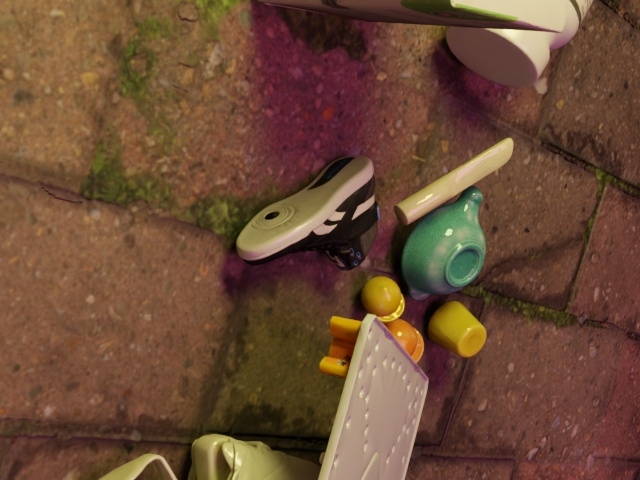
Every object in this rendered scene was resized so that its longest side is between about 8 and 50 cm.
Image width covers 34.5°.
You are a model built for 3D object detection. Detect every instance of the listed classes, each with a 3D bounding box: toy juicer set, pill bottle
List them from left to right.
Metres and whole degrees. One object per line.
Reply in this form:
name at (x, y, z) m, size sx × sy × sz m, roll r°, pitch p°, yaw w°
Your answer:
toy juicer set at (0.137, 0.022, 1.375) m, size 0.209 × 0.089 × 0.328 m, roll -13°, pitch 121°, yaw -30°
pill bottle at (0.284, -0.349, 1.339) m, size 0.162 × 0.162 × 0.278 m, roll 44°, pitch 72°, yaw -45°

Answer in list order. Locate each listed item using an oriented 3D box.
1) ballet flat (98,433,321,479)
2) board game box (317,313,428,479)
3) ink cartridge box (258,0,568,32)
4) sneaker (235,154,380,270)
ballet flat at (-0.144, 0.289, 1.145) m, size 0.400 × 0.139 × 0.139 m, roll -15°, pitch 114°, yaw -42°
board game box at (0.029, 0.311, 1.214) m, size 0.390 × 0.050 × 0.389 m, roll 52°, pitch 53°, yaw -67°
ink cartridge box at (0.096, -0.289, 1.079) m, size 0.198 × 0.273 × 0.114 m, roll -2°, pitch 102°, yaw -46°
sneaker at (0.000, 0.000, 1.218) m, size 0.217 × 0.079 × 0.121 m, roll -37°, pitch 126°, yaw -34°
